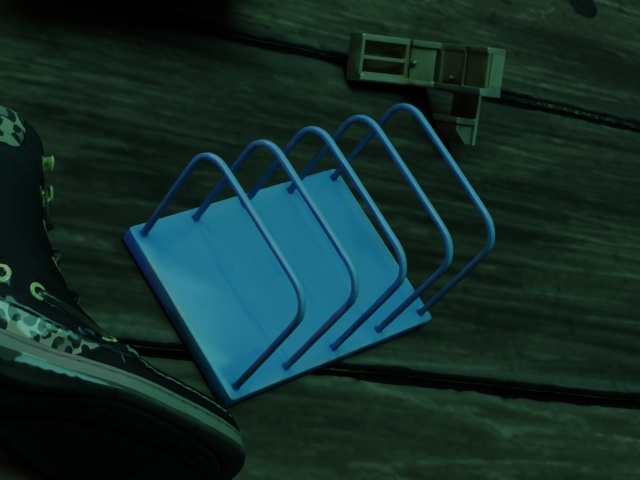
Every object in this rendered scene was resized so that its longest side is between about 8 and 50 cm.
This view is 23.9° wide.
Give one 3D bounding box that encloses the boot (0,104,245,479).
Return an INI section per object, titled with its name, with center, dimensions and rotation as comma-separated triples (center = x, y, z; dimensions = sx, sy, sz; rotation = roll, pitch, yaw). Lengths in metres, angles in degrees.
[boot]
center = -0.140, 0.023, 0.779
dimensions = 0.236, 0.085, 0.179
rotation = 25, 39, -27

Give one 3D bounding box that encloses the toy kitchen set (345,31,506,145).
[toy kitchen set]
center = 0.070, -0.103, 1.036
dimensions = 0.075, 0.083, 0.068
rotation = 2, 98, -33

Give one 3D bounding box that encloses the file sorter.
[file sorter]
center = 0.000, 0.000, 0.878
dimensions = 0.170, 0.104, 0.118
rotation = -18, 70, -42
